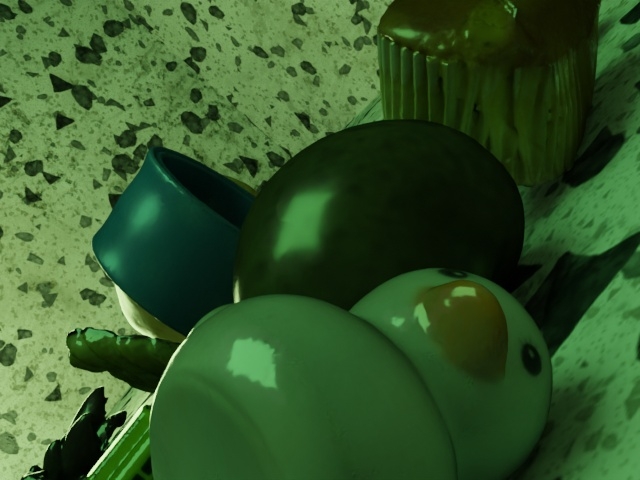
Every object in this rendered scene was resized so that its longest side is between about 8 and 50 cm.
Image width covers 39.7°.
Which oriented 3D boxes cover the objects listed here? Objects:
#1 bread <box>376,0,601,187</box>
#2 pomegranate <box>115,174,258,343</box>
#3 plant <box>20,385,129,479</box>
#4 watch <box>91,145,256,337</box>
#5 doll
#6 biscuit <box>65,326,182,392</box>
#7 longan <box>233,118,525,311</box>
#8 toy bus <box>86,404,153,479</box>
[{"bbox_3d":[0.167,-0.182,0.852,0.288,0.204,0.156,-48,-33,-51],"label":"bread"},{"bbox_3d":[-0.199,0.036,1.600,0.342,0.342,0.342,-48,8,9],"label":"pomegranate"},{"bbox_3d":[-0.316,0.357,1.147,0.321,0.181,0.194,-52,3,-33],"label":"plant"},{"bbox_3d":[-0.110,0.036,0.981,0.241,0.274,0.305,-54,17,7],"label":"watch"},{"bbox_3d":[0.025,0.112,0.513,0.251,0.221,0.221,-63,-3,40],"label":"doll"},{"bbox_3d":[-0.109,0.144,0.897,0.187,0.273,0.036,-12,59,43],"label":"biscuit"},{"bbox_3d":[0.043,0.024,0.690,0.246,0.215,0.246,-39,40,41],"label":"longan"},{"bbox_3d":[-0.160,0.267,0.814,0.262,0.150,0.128,-52,7,-11],"label":"toy bus"}]
